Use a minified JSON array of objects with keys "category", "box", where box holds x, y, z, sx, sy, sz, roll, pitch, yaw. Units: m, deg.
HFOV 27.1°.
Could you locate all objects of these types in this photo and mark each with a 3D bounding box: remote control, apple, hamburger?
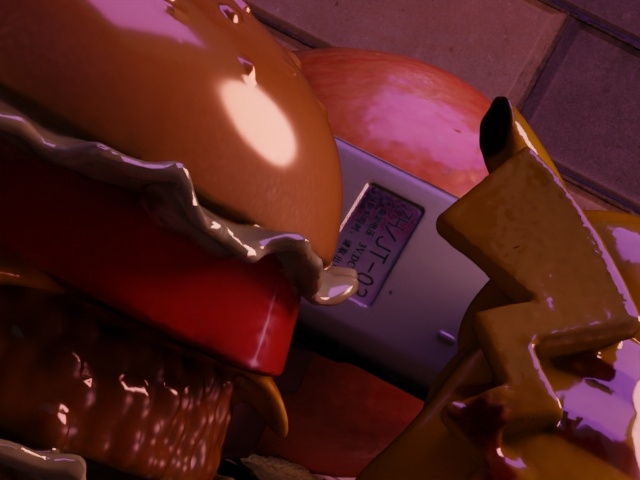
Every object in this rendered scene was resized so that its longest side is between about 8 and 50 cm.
[{"category":"remote control","box":[0.000,0.000,0.882,0.296,0.140,0.056,26,-28,9]},{"category":"apple","box":[0.003,0.015,1.095,0.364,0.364,0.364,29,-3,2]},{"category":"hamburger","box":[-0.118,-0.021,0.469,0.274,0.212,0.274,29,-3,2]}]

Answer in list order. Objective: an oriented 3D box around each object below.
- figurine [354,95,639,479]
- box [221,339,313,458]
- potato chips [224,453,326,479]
[{"category":"figurine","box":[0.129,0.077,0.733,0.218,0.327,0.169,30,-40,6]},{"category":"box","box":[-0.142,0.052,0.819,0.215,0.086,0.215,28,1,21]},{"category":"potato chips","box":[-0.012,0.177,0.920,0.209,0.026,0.142,28,0,-13]}]
